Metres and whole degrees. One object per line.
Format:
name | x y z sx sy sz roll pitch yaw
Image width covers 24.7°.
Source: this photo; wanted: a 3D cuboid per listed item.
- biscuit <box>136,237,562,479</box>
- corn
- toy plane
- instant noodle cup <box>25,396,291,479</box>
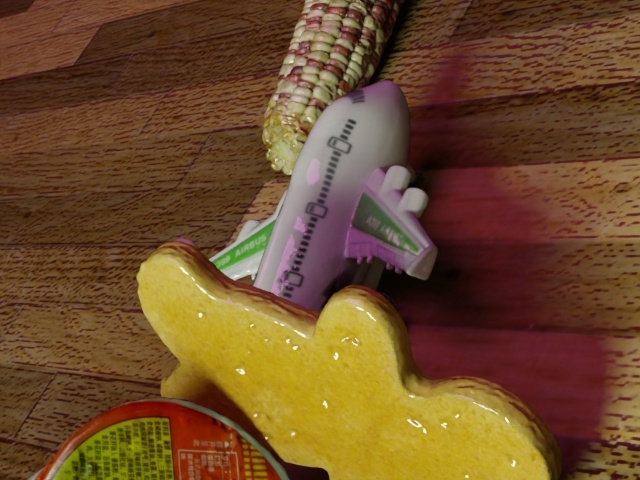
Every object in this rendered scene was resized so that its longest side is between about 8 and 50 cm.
biscuit | 0.013 0.082 0.756 0.240 0.158 0.035 17 42 25
corn | 0.013 -0.154 1.117 0.079 0.079 0.237 -13 44 43
toy plane | 0.003 0.004 0.917 0.251 0.101 0.255 -9 42 46
instant noodle cup | -0.135 0.203 0.783 0.212 0.193 0.193 -28 33 41
